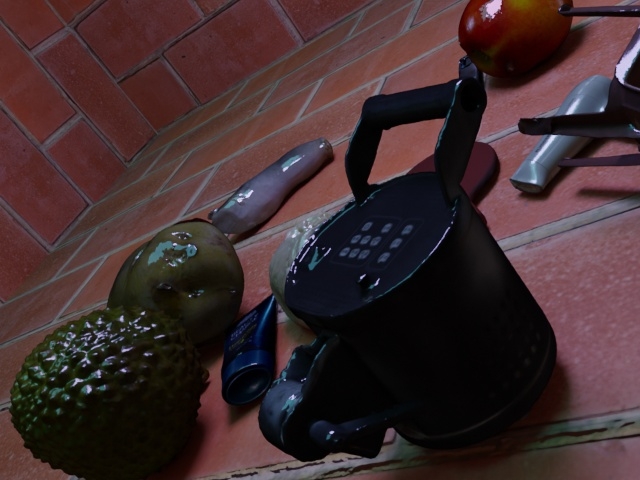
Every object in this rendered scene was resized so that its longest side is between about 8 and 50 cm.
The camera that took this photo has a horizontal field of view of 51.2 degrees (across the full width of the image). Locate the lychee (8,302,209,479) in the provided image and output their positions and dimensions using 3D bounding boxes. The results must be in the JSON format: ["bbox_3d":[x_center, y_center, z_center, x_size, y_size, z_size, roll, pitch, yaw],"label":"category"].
[{"bbox_3d":[-0.301,0.225,0.991,0.270,0.320,0.269,-18,48,21],"label":"lychee"}]

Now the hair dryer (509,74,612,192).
[{"bbox_3d":[0.408,-0.134,0.928,0.206,0.075,0.237,-50,34,-11],"label":"hair dryer"}]

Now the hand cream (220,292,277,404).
[{"bbox_3d":[-0.116,0.171,1.099,0.120,0.061,0.270,-39,15,8],"label":"hand cream"}]

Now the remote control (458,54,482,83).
[{"bbox_3d":[0.330,-0.368,1.483,0.059,0.028,0.212,-23,27,27],"label":"remote control"}]

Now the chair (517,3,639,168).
[{"bbox_3d":[0.406,-0.163,0.759,0.183,0.176,0.326,-62,31,-2],"label":"chair"}]

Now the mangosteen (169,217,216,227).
[{"bbox_3d":[-0.277,0.043,1.415,0.180,0.166,0.166,-21,28,39],"label":"mangosteen"}]

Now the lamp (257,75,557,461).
[{"bbox_3d":[0.113,0.067,0.690,0.205,0.272,0.373,7,70,58],"label":"lamp"}]

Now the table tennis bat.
[{"bbox_3d":[0.213,-0.089,1.121,0.200,0.038,0.310,-33,23,11],"label":"table tennis bat"}]

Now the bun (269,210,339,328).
[{"bbox_3d":[0.013,0.029,1.063,0.221,0.134,0.220,-31,24,16],"label":"bun"}]

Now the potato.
[{"bbox_3d":[-0.286,0.106,1.240,0.351,0.218,0.203,-33,-8,37],"label":"potato"}]

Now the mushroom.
[{"bbox_3d":[-0.110,-0.135,1.591,0.351,0.097,0.109,-42,24,-17],"label":"mushroom"}]

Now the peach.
[{"bbox_3d":[0.390,-0.439,1.330,0.226,0.190,0.196,-47,15,-6],"label":"peach"}]
